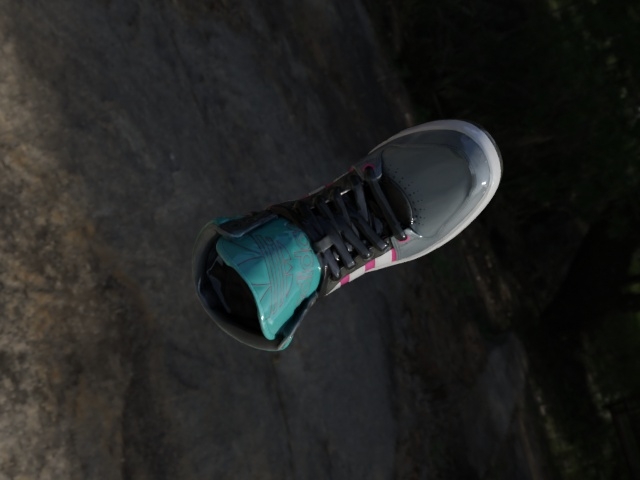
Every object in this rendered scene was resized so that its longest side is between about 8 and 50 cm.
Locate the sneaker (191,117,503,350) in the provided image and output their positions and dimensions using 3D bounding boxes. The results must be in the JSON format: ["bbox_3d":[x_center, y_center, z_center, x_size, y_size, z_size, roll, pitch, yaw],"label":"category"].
[{"bbox_3d":[0.000,0.000,0.777,0.124,0.295,0.178,59,35,-3],"label":"sneaker"}]
